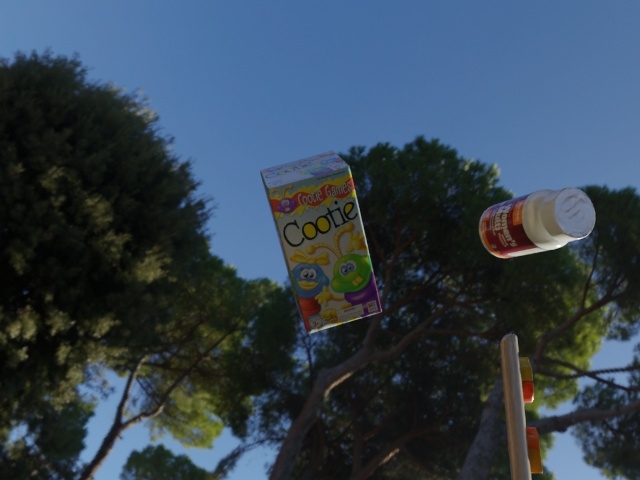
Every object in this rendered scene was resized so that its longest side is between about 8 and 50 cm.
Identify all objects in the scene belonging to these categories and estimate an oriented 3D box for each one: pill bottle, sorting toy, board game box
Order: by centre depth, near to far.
[{"bbox_3d":[0.272,0.237,0.830,0.038,0.208,0.192,-5,-109,15],"label":"sorting toy"},{"bbox_3d":[0.000,0.000,1.087,0.145,0.142,0.275,-16,-69,-5],"label":"board game box"},{"bbox_3d":[0.432,-0.036,1.230,0.121,0.121,0.221,58,-23,-4],"label":"pill bottle"}]
